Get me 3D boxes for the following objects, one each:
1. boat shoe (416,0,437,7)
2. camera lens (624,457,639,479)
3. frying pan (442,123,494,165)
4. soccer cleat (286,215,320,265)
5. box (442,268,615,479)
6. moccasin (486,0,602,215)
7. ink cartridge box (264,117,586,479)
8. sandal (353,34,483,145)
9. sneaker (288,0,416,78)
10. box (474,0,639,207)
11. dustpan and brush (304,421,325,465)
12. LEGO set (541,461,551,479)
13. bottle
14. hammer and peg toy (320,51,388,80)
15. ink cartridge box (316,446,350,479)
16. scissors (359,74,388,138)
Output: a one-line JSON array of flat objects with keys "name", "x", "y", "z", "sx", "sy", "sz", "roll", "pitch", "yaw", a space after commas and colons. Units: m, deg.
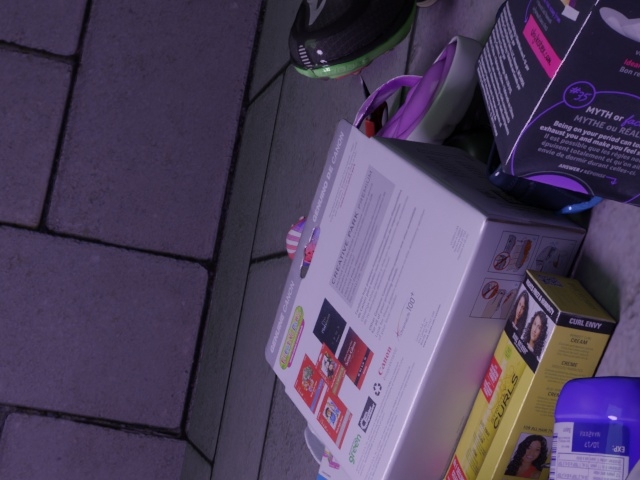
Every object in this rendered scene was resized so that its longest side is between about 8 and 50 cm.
[{"name": "boat shoe", "x": 0.131, "y": -0.391, "z": 1.471, "sx": 0.223, "sy": 0.073, "sz": 0.080, "roll": -155, "pitch": 80, "yaw": -74}, {"name": "camera lens", "x": 0.239, "y": 0.160, "z": 0.334, "sx": 0.274, "sy": 0.219, "sz": 0.219, "roll": 169, "pitch": 112, "yaw": -74}, {"name": "frying pan", "x": 0.161, "y": -0.096, "z": 1.196, "sx": 0.197, "sy": 0.053, "sz": 0.326, "roll": 124, "pitch": 151, "yaw": -52}, {"name": "soccer cleat", "x": 0.000, "y": 0.000, "z": 1.672, "sx": 0.248, "sy": 0.083, "sz": 0.095, "roll": 130, "pitch": 144, "yaw": -57}, {"name": "box", "x": 0.182, "y": 0.149, "z": 0.888, "sx": 0.087, "sy": 0.058, "sz": 0.232, "roll": -112, "pitch": 36, "yaw": -63}, {"name": "moccasin", "x": 0.219, "y": -0.199, "z": 0.898, "sx": 0.138, "sy": 0.116, "sz": 0.342, "roll": 139, "pitch": 140, "yaw": -67}, {"name": "ink cartridge box", "x": 0.085, "y": 0.063, "z": 1.018, "sx": 0.272, "sy": 0.130, "sz": 0.310, "roll": 45, "pitch": 122, "yaw": 51}, {"name": "sandal", "x": 0.079, "y": -0.138, "z": 1.273, "sx": 0.416, "sy": 0.102, "sz": 0.169, "roll": -51, "pitch": 16, "yaw": 55}, {"name": "sneaker", "x": 0.051, "y": -0.431, "z": 1.338, "sx": 0.185, "sy": 0.202, "sz": 0.483, "roll": 3, "pitch": 66, "yaw": 38}, {"name": "box", "x": 0.241, "y": -0.172, "z": 0.694, "sx": 0.143, "sy": 0.165, "sz": 0.270, "roll": -93, "pitch": 21, "yaw": -46}, {"name": "dustpan and brush", "x": 0.035, "y": 0.276, "z": 1.340, "sx": 0.211, "sy": 0.060, "sz": 0.147, "roll": 47, "pitch": 129, "yaw": 37}, {"name": "LEGO set", "x": 0.198, "y": 0.219, "z": 0.834, "sx": 0.083, "sy": 0.023, "sz": 0.054, "roll": -68, "pitch": 25, "yaw": 6}, {"name": "bottle", "x": 0.203, "y": 0.236, "z": 0.672, "sx": 0.118, "sy": 0.092, "sz": 0.283, "roll": 147, "pitch": 133, "yaw": -71}, {"name": "hammer and peg toy", "x": 0.061, "y": -0.469, "z": 1.701, "sx": 0.266, "sy": 0.127, "sz": 0.361, "roll": 170, "pitch": 111, "yaw": -77}, {"name": "ink cartridge box", "x": 0.049, "y": 0.278, "z": 1.249, "sx": 0.088, "sy": 0.052, "sz": 0.123, "roll": 19, "pitch": 95, "yaw": 49}, {"name": "scissors", "x": 0.073, "y": -0.193, "z": 1.412, "sx": 0.297, "sy": 0.021, "sz": 0.109, "roll": 75, "pitch": -150, "yaw": -66}]
